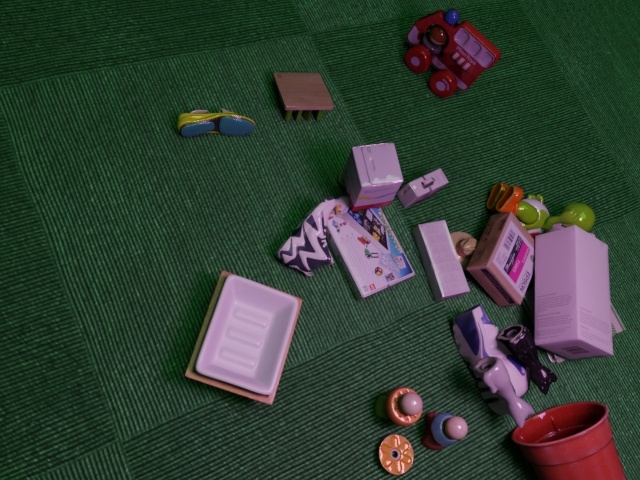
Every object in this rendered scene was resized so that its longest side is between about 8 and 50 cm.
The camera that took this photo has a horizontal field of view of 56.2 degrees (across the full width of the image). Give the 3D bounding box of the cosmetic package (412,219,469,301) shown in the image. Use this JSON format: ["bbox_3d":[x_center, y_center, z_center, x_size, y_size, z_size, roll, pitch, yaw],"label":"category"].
[{"bbox_3d":[0.370,0.062,1.857,0.099,0.060,0.239,-9,72,-21],"label":"cosmetic package"}]

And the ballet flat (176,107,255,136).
[{"bbox_3d":[-0.312,-0.357,1.779,0.231,0.077,0.077,-7,55,-20],"label":"ballet flat"}]

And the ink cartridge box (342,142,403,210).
[{"bbox_3d":[0.149,-0.183,1.739,0.127,0.176,0.128,-9,72,-10],"label":"ink cartridge box"}]

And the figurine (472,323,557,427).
[{"bbox_3d":[0.551,0.380,1.664,0.215,0.092,0.209,-42,100,-26],"label":"figurine"}]

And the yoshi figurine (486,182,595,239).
[{"bbox_3d":[0.756,-0.094,1.991,0.362,0.203,0.203,27,56,-11],"label":"yoshi figurine"}]

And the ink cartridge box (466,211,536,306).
[{"bbox_3d":[0.584,0.059,1.891,0.193,0.088,0.234,44,59,-21],"label":"ink cartridge box"}]

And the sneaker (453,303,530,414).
[{"bbox_3d":[0.531,0.334,1.783,0.182,0.127,0.315,-19,83,-29],"label":"sneaker"}]

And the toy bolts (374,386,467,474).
[{"bbox_3d":[0.272,0.510,1.587,0.229,0.158,0.218,15,65,-14],"label":"toy bolts"}]

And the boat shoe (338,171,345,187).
[{"bbox_3d":[0.152,-0.195,1.876,0.190,0.072,0.068,3,68,-18],"label":"boat shoe"}]

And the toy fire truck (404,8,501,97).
[{"bbox_3d":[0.450,-0.666,2.071,0.302,0.254,0.169,45,61,2],"label":"toy fire truck"}]

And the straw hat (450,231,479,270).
[{"bbox_3d":[0.469,0.022,1.910,0.144,0.061,0.144,7,68,-18],"label":"straw hat"}]

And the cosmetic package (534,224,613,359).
[{"bbox_3d":[0.778,0.162,1.846,0.197,0.155,0.365,25,61,-29],"label":"cosmetic package"}]

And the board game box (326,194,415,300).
[{"bbox_3d":[0.131,0.006,1.799,0.193,0.053,0.305,-20,77,-25],"label":"board game box"}]

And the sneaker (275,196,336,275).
[{"bbox_3d":[0.000,0.000,1.720,0.153,0.094,0.235,41,74,-9],"label":"sneaker"}]

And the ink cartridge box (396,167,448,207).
[{"bbox_3d":[0.324,-0.166,1.912,0.135,0.099,0.056,-26,81,-26],"label":"ink cartridge box"}]

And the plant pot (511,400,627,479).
[{"bbox_3d":[0.711,0.625,1.656,0.272,0.272,0.265,-21,85,-26],"label":"plant pot"}]

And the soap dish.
[{"bbox_3d":[-0.196,0.251,1.546,0.229,0.118,0.290,21,64,-11],"label":"soap dish"}]

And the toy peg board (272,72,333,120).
[{"bbox_3d":[-0.064,-0.453,1.913,0.161,0.079,0.160,-5,55,-22],"label":"toy peg board"}]

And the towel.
[{"bbox_3d":[0.829,0.239,1.969,0.325,0.038,0.247,-16,75,-23],"label":"towel"}]
